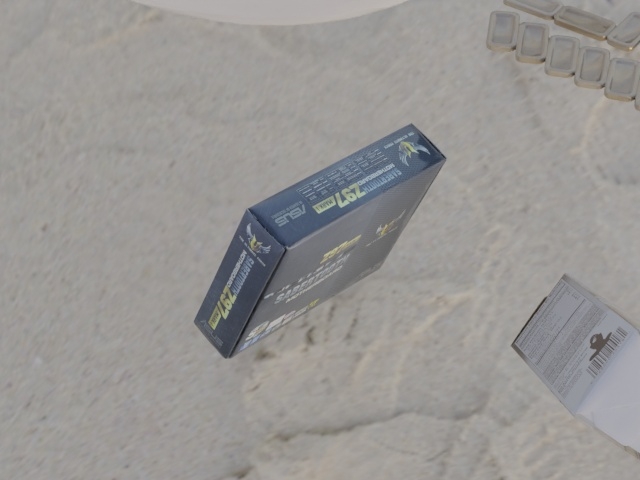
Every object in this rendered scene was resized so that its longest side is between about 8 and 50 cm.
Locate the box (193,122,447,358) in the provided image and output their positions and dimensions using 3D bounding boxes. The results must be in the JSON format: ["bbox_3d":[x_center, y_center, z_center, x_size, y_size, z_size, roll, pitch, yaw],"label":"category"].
[{"bbox_3d":[0.000,0.000,1.372,0.232,0.183,0.059,-30,68,-39],"label":"box"}]

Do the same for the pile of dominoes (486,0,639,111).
[{"bbox_3d":[0.290,-0.190,1.387,0.251,0.040,0.196,26,50,25],"label":"pile of dominoes"}]

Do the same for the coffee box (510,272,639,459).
[{"bbox_3d":[0.286,0.127,1.332,0.141,0.246,0.098,34,95,-9],"label":"coffee box"}]

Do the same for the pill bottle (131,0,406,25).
[{"bbox_3d":[-0.003,-0.212,0.347,0.161,0.161,0.283,21,70,-12],"label":"pill bottle"}]
